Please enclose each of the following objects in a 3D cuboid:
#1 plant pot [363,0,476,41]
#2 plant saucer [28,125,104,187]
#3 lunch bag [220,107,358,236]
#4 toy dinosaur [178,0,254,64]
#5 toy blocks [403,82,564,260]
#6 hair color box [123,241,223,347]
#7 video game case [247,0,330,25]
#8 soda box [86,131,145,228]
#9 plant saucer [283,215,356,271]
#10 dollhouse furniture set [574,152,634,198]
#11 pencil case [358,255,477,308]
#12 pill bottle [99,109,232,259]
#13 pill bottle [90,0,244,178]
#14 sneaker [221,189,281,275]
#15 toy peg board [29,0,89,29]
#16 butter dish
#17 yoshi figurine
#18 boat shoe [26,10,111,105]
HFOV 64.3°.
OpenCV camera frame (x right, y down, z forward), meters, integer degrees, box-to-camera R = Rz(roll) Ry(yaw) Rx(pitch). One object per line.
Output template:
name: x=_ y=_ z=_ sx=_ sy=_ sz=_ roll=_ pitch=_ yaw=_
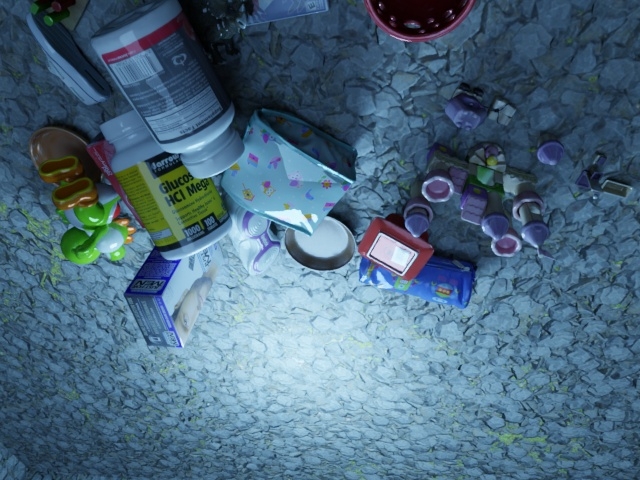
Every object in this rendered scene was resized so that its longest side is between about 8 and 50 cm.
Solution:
plant pot: x=0.172 y=-0.459 z=0.865 sx=0.191 sy=0.174 sz=0.191 roll=6 pitch=131 yaw=7
plant saucer: x=-0.663 y=-0.216 z=1.345 sx=0.200 sy=0.037 sz=0.199 roll=6 pitch=129 yaw=7
lunch bag: x=-0.080 y=-0.162 z=1.181 sx=0.263 sy=0.160 sz=0.223 roll=25 pitch=131 yaw=-16
toy dinosaur: x=-0.242 y=-0.450 z=1.021 sx=0.314 sy=0.121 sz=0.160 roll=21 pitch=130 yaw=23
toy blocks: x=0.349 y=-0.101 z=1.067 sx=0.289 sy=0.260 sz=0.308 roll=19 pitch=131 yaw=-2
hair color box: x=-0.367 y=0.090 z=1.333 sx=0.110 sy=0.338 sz=0.185 roll=2 pitch=129 yaw=12
video game case: x=-0.091 y=-0.526 z=0.968 sx=0.184 sy=0.023 sz=0.201 roll=-4 pitch=128 yaw=16
soda box: x=-0.479 y=-0.161 z=1.318 sx=0.092 sy=0.083 sz=0.263 roll=-12 pitch=126 yaw=21
plant saucer: x=0.000 y=0.000 z=1.376 sx=0.199 sy=0.036 sz=0.198 roll=7 pitch=130 yaw=8
dollhouse furniture set: x=0.635 y=-0.121 z=1.102 sx=0.115 sy=0.081 sz=0.090 roll=16 pitch=131 yaw=-1
pencil case: x=0.256 y=0.086 z=1.334 sx=0.307 sy=0.119 sz=0.133 roll=14 pitch=133 yaw=1
pill bottle: x=-0.354 y=-0.138 z=1.171 sx=0.188 sy=0.188 sz=0.333 roll=-16 pitch=111 yaw=24
pill bottle: x=-0.277 y=-0.284 z=0.994 sx=0.177 sy=0.176 sz=0.318 roll=-11 pitch=129 yaw=21
sneaker: x=-0.191 y=-0.026 z=1.369 sx=0.152 sy=0.114 sz=0.305 roll=40 pitch=153 yaw=28
toy peg board: x=-0.557 y=-0.532 z=1.031 sx=0.161 sy=0.079 sz=0.161 roll=38 pitch=127 yaw=-19
butter dish: x=0.193 y=-0.005 z=1.234 sx=0.160 sy=0.118 sz=0.160 roll=30 pitch=142 yaw=6
yoshi figurine: x=-0.643 y=-0.042 z=1.361 sx=0.203 sy=0.203 sz=0.362 roll=13 pitch=147 yaw=8
boat shoe: x=-0.579 y=-0.398 z=1.143 sx=0.076 sy=0.083 sz=0.226 roll=-19 pitch=124 yaw=24
